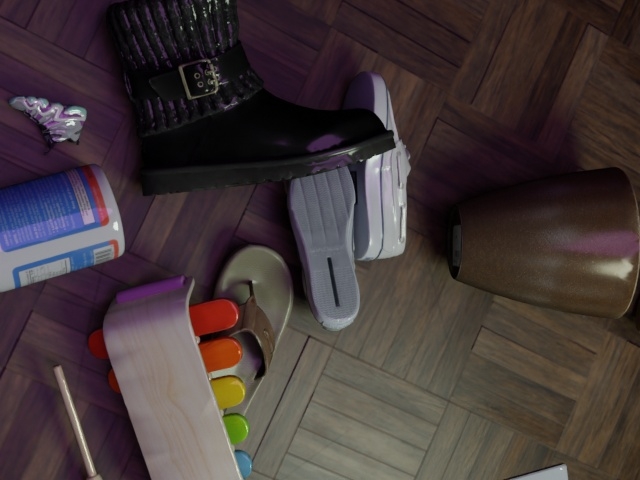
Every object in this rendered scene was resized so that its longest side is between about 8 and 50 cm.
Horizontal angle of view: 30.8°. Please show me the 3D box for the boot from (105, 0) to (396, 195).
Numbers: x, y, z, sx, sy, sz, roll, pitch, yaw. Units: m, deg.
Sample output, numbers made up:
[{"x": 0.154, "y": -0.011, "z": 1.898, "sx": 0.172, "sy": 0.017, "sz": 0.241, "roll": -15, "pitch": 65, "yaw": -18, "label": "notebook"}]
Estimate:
[{"x": -0.087, "y": -0.202, "z": 1.474, "sx": 0.348, "sy": 0.131, "sz": 0.260, "roll": -7, "pitch": 96, "yaw": -3, "label": "boot"}]

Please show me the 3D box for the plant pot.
[{"x": 0.300, "y": 0.004, "z": 1.631, "sx": 0.230, "sy": 0.215, "sz": 0.215, "roll": 0, "pitch": 93, "yaw": -5, "label": "plant pot"}]

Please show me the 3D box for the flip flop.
[{"x": -0.107, "y": 0.140, "z": 1.542, "sx": 0.112, "sy": 0.080, "sz": 0.277, "roll": 21, "pitch": 89, "yaw": -15, "label": "flip flop"}]

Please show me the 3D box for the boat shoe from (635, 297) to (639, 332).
[{"x": 0.582, "y": 0.041, "z": 1.775, "sx": 0.096, "sy": 0.098, "sz": 0.277, "roll": 36, "pitch": 80, "yaw": -17, "label": "boat shoe"}]

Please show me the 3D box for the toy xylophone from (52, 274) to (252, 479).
[{"x": -0.206, "y": 0.211, "z": 1.491, "sx": 0.236, "sy": 0.081, "sz": 0.322, "roll": -7, "pitch": 100, "yaw": 10, "label": "toy xylophone"}]

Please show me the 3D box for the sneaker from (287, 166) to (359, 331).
[{"x": 0.000, "y": 0.000, "z": 1.574, "sx": 0.094, "sy": 0.091, "sz": 0.258, "roll": 0, "pitch": 72, "yaw": -9, "label": "sneaker"}]

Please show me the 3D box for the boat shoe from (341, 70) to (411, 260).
[{"x": 0.080, "y": -0.102, "z": 1.601, "sx": 0.084, "sy": 0.095, "sz": 0.258, "roll": -3, "pitch": 100, "yaw": -31, "label": "boat shoe"}]

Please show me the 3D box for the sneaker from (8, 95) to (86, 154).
[{"x": -0.347, "y": -0.143, "z": 1.464, "sx": 0.098, "sy": 0.038, "sz": 0.069, "roll": 10, "pitch": 89, "yaw": -19, "label": "sneaker"}]

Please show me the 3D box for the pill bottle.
[{"x": -0.362, "y": -0.009, "z": 1.421, "sx": 0.221, "sy": 0.124, "sz": 0.124, "roll": -17, "pitch": 98, "yaw": -18, "label": "pill bottle"}]

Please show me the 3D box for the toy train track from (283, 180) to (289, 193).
[{"x": -0.054, "y": -0.105, "z": 1.585, "sx": 0.048, "sy": 0.014, "sz": 0.083, "roll": -21, "pitch": 105, "yaw": -25, "label": "toy train track"}]

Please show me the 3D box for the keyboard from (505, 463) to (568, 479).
[{"x": 0.259, "y": 0.397, "z": 1.726, "sx": 0.256, "sy": 0.014, "sz": 0.072, "roll": -11, "pitch": 92, "yaw": -19, "label": "keyboard"}]
